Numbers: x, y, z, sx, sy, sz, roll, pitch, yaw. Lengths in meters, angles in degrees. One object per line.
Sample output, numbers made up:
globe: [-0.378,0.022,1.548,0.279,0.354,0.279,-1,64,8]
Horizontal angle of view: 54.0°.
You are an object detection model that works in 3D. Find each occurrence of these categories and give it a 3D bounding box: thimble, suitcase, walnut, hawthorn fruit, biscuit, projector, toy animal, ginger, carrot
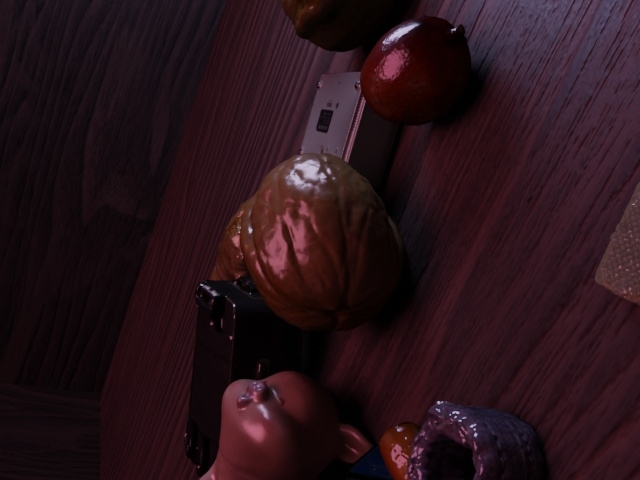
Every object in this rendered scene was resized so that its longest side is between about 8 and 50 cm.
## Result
thimble: [0.178,0.266,0.734,0.150,0.097,0.150,-38,46,53]
suitcase: [-0.159,0.289,1.278,0.283,0.194,0.434,17,105,62]
walnut: [0.047,-0.518,1.264,0.283,0.227,0.283,-43,6,5]
hawthorn fruit: [0.157,-0.266,0.976,0.188,0.169,0.169,-21,59,57]
biscuit: [0.347,0.026,0.568,0.121,0.040,0.199,-69,25,12]
projector: [0.052,-0.219,1.232,0.250,0.108,0.198,33,109,64]
toy animal: [-0.069,0.379,1.058,0.237,0.269,0.326,24,137,57]
ginger: [-0.221,0.015,1.634,0.375,0.166,0.236,-24,65,53]
walnut: [-0.002,0.000,1.054,0.252,0.277,0.313,-25,50,11]
carrot: [0.142,0.337,0.813,0.072,0.072,0.205,-63,31,27]

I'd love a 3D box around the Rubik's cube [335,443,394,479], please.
Rubik's cube: [0.026,0.494,0.879,0.284,0.249,0.234,-133,41,-56]
